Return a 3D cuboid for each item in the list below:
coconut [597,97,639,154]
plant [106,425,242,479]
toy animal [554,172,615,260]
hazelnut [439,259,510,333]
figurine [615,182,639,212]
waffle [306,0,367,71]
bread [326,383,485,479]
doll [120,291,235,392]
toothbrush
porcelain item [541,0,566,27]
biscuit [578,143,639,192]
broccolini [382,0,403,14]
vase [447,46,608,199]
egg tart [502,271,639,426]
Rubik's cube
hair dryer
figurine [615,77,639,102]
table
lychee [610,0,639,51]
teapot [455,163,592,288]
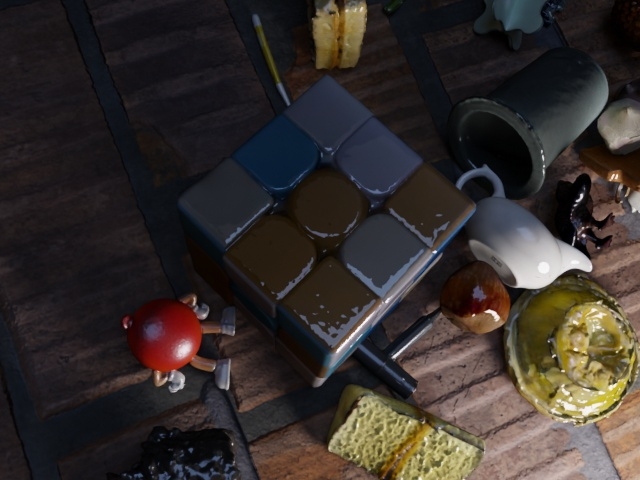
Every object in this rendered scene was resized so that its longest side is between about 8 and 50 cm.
[{"bbox_3d":[0.641,-0.243,1.466,0.110,0.124,0.110,-8,67,20],"label":"coconut"},{"bbox_3d":[-0.241,0.416,1.175,0.233,0.178,0.204,-11,90,-2],"label":"plant"},{"bbox_3d":[0.521,-0.055,1.446,0.116,0.219,0.180,-22,39,-3],"label":"toy animal"},{"bbox_3d":[0.304,0.108,1.360,0.143,0.154,0.143,-10,60,18],"label":"hazelnut"},{"bbox_3d":[0.723,-0.095,1.516,0.153,0.132,0.132,16,74,7],"label":"figurine"},{"bbox_3d":[0.019,-0.563,1.412,0.113,0.261,0.377,-4,78,-4],"label":"waffle"},{"bbox_3d":[0.160,0.362,1.302,0.265,0.178,0.142,25,42,-7],"label":"bread"},{"bbox_3d":[-0.263,0.184,1.274,0.217,0.085,0.183,12,75,-26],"label":"doll"},{"bbox_3d":[-0.097,-0.346,1.459,0.024,0.021,0.288,-16,80,-24],"label":"toothbrush"},{"bbox_3d":[0.541,-0.567,1.634,0.075,0.021,0.136,37,73,4],"label":"porcelain item"},{"bbox_3d":[0.710,-0.158,1.487,0.306,0.043,0.284,13,37,29],"label":"biscuit"},{"bbox_3d":[0.165,-0.636,1.567,0.123,0.062,0.272,15,77,3],"label":"broccolini"},{"bbox_3d":[0.440,-0.263,1.437,0.291,0.245,0.245,-41,87,-22],"label":"vase"},{"bbox_3d":[0.520,0.210,1.395,0.314,0.120,0.315,3,76,-11],"label":"egg tart"},{"bbox_3d":[0.000,0.000,1.207,0.344,0.347,0.347,44,74,10],"label":"Rubik's cube"},{"bbox_3d":[0.154,0.183,1.374,0.173,0.050,0.195,39,69,-1],"label":"hair dryer"},{"bbox_3d":[0.717,-0.308,1.547,0.125,0.138,0.125,2,73,-6],"label":"figurine"},{"bbox_3d":[0.437,-0.544,1.545,0.166,0.166,0.199,22,81,-5],"label":"table"},{"bbox_3d":[0.759,-0.511,1.590,0.188,0.188,0.188,2,76,-10],"label":"lychee"},{"bbox_3d":[0.374,-0.018,1.372,0.165,0.208,0.300,-36,77,7],"label":"teapot"}]
